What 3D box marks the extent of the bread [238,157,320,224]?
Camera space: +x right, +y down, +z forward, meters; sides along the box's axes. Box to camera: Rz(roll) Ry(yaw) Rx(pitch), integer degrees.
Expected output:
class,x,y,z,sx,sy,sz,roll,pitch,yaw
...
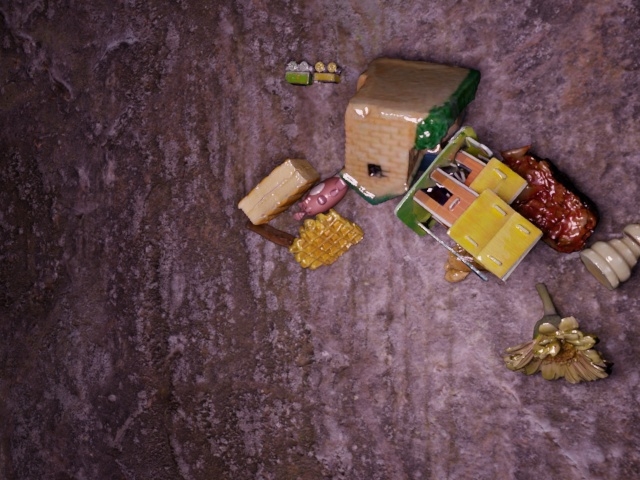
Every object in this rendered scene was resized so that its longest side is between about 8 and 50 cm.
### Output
class,x,y,z,sx,sy,sz,roll,pitch,yaw
bread,-0.130,-0.165,1.638,0.239,0.246,0.111,-39,89,17

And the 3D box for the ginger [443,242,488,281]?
class,x,y,z,sx,sy,sz,roll,pitch,yaw
ginger,0.464,0.055,1.500,0.205,0.081,0.115,-18,79,25

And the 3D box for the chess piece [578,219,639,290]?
class,x,y,z,sx,sy,sz,roll,pitch,yaw
chess piece,0.850,0.014,1.341,0.243,0.133,0.133,-38,78,10

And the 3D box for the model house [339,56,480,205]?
class,x,y,z,sx,sy,sz,roll,pitch,yaw
model house,0.242,-0.296,1.436,0.335,0.382,0.342,16,133,19

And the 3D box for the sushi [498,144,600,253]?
class,x,y,z,sx,sy,sz,roll,pitch,yaw
sushi,0.623,-0.126,1.384,0.343,0.182,0.196,46,104,11

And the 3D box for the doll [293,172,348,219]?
class,x,y,z,sx,sy,sz,roll,pitch,yaw
doll,0.009,-0.141,1.595,0.093,0.262,0.211,56,151,-9

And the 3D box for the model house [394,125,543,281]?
class,x,y,z,sx,sy,sz,roll,pitch,yaw
model house,0.448,-0.053,1.310,0.300,0.340,0.323,-50,50,7

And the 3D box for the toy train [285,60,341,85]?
class,x,y,z,sx,sy,sz,roll,pitch,yaw
toy train,-0.026,-0.567,1.684,0.202,0.060,0.081,9,101,20

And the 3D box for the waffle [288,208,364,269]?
class,x,y,z,sx,sy,sz,roll,pitch,yaw
waffle,0.000,0.000,1.599,0.229,0.219,0.057,-40,50,15

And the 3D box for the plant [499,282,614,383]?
class,x,y,z,sx,sy,sz,roll,pitch,yaw
plant,0.667,0.284,1.357,0.261,0.297,0.306,35,141,12

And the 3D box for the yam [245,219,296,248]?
class,x,y,z,sx,sy,sz,roll,pitch,yaw
yam,-0.158,-0.015,1.745,0.241,0.057,0.056,26,100,17
